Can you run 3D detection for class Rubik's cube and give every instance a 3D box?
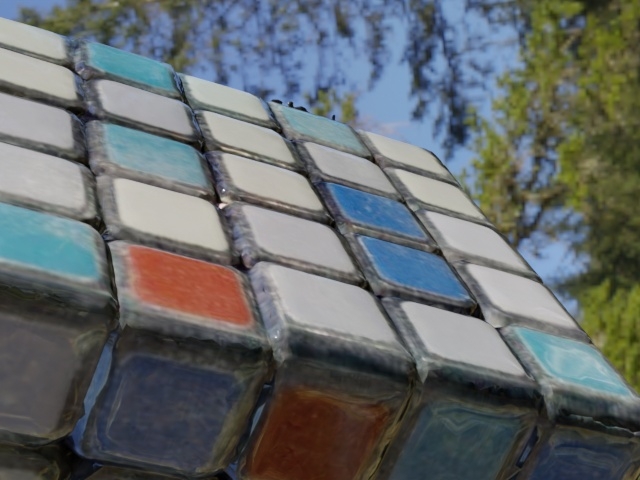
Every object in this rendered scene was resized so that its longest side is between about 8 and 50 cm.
[{"bbox_3d":[-0.072,0.095,0.549,0.287,0.292,0.293,-67,26,21],"label":"Rubik's cube"}]
